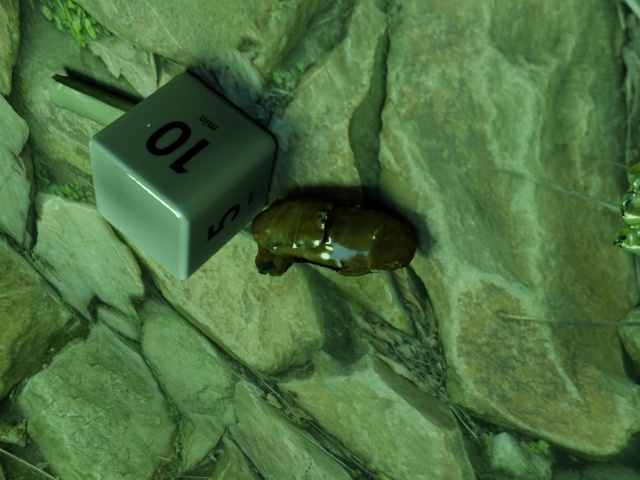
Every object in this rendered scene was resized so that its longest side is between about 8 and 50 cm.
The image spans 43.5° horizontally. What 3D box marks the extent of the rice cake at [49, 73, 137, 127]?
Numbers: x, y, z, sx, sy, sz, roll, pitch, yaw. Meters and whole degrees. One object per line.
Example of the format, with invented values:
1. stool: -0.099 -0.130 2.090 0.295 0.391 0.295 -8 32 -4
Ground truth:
1. rice cake: -0.378 -0.229 1.386 0.256 0.052 0.057 25 111 31

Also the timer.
1. timer: -0.204 -0.094 1.195 0.192 0.195 0.194 38 149 13

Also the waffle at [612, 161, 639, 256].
1. waffle: 0.371 -0.019 0.704 0.214 0.054 0.208 33 145 25

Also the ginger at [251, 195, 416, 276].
1. ginger: -0.006 -0.007 1.153 0.309 0.107 0.133 5 155 48
